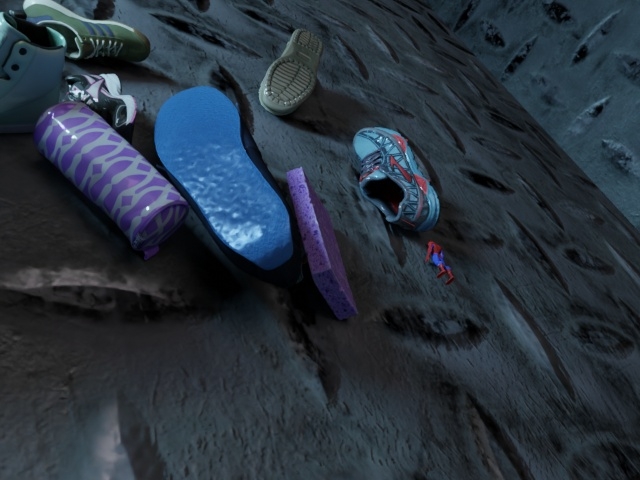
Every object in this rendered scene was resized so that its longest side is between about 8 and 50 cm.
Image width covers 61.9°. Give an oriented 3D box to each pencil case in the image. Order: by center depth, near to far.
[{"bbox_3d":[-0.247,-0.074,0.633,0.206,0.088,0.086,45,38,11],"label":"pencil case"}]

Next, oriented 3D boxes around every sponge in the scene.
[{"bbox_3d":[0.000,0.000,0.761,0.117,0.031,0.210,59,12,-45],"label":"sponge"}]

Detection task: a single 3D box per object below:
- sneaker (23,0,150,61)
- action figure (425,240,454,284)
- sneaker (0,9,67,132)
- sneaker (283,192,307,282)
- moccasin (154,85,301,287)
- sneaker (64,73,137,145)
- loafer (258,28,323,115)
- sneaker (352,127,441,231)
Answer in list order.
[{"bbox_3d":[-0.367,-0.311,0.844,0.192,0.064,0.086,12,48,-32],"label":"sneaker"},{"bbox_3d":[0.212,0.035,0.970,0.038,0.030,0.115,30,29,-20],"label":"action figure"},{"bbox_3d":[-0.397,-0.182,0.572,0.094,0.151,0.256,45,35,9],"label":"sneaker"},{"bbox_3d":[-0.048,-0.001,0.767,0.075,0.057,0.161,44,25,-26],"label":"sneaker"},{"bbox_3d":[-0.128,-0.068,0.694,0.116,0.138,0.341,68,-4,-54],"label":"moccasin"},{"bbox_3d":[-0.306,-0.177,0.730,0.077,0.071,0.178,-3,32,-34],"label":"sneaker"},{"bbox_3d":[-0.061,-0.344,1.135,0.102,0.092,0.268,29,50,-9],"label":"loafer"},{"bbox_3d":[0.125,-0.131,1.027,0.125,0.104,0.261,-1,48,-40],"label":"sneaker"}]
